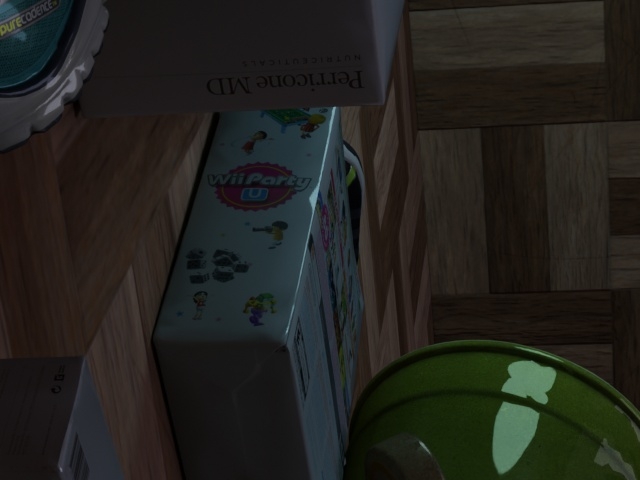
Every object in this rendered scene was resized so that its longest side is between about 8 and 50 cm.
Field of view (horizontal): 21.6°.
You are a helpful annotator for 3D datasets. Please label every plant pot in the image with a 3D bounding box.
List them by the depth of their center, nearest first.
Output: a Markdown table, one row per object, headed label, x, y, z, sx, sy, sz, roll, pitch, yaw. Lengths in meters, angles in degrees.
| label | x | y | z | sx | sy | sz | roll | pitch | yaw |
| --- | --- | --- | --- | --- | --- | --- | --- | --- | --- |
| plant pot | 0.155 | 0.354 | 1.747 | 0.353 | 0.367 | 0.366 | -62 | 151 | -50 |

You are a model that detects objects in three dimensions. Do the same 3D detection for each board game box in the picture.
| label | x | y | z | sx | sy | sz | roll | pitch | yaw |
| --- | --- | --- | --- | --- | --- | --- | --- | --- | --- |
| board game box | -0.034 | 0.060 | 1.244 | 0.303 | 0.098 | 0.224 | -78 | 165 | -52 |

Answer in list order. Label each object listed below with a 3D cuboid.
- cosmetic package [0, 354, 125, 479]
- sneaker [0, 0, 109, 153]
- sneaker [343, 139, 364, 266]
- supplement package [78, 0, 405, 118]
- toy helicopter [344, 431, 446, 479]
| label | x | y | z | sx | sy | sz | roll | pitch | yaw |
| --- | --- | --- | --- | --- | --- | --- | --- | --- | --- |
| cosmetic package | -0.118 | 0.146 | 0.668 | 0.060 | 0.099 | 0.239 | -86 | 171 | -47 |
| sneaker | -0.126 | -0.166 | 0.690 | 0.110 | 0.107 | 0.275 | 63 | 25 | -51 |
| sneaker | 0.000 | 0.000 | 1.519 | 0.234 | 0.084 | 0.097 | 78 | 14 | -49 |
| supplement package | -0.054 | -0.234 | 0.903 | 0.175 | 0.178 | 0.293 | -78 | 163 | -56 |
| toy helicopter | 0.034 | 0.232 | 1.387 | 0.235 | 0.140 | 0.355 | 65 | -22 | 20 |
